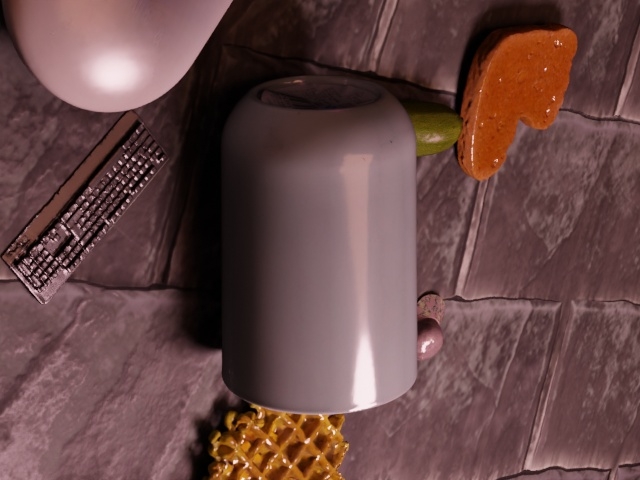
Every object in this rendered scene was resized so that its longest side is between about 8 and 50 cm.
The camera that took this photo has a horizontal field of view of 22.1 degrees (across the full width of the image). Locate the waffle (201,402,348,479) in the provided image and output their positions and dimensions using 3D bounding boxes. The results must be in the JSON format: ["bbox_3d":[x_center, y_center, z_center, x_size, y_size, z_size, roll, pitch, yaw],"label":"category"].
[{"bbox_3d":[-0.055,0.271,1.831,0.229,0.051,0.231,-6,109,-46],"label":"waffle"}]

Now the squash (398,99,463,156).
[{"bbox_3d":[0.090,-0.125,1.822,0.252,0.066,0.066,-3,107,-47],"label":"squash"}]

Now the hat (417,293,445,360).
[{"bbox_3d":[0.134,0.107,1.980,0.087,0.042,0.058,-48,135,-24],"label":"hat"}]

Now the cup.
[{"bbox_3d":[0.000,0.000,1.666,0.205,0.205,0.312,-20,119,-42],"label":"cup"}]

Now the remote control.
[{"bbox_3d":[-0.156,-0.270,1.463,0.221,0.103,0.332,45,71,-42],"label":"remote control"}]

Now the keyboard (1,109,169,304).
[{"bbox_3d":[-0.219,-0.032,1.556,0.196,0.015,0.074,-52,136,-21],"label":"keyboard"}]

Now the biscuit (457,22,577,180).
[{"bbox_3d":[0.234,-0.171,1.988,0.192,0.036,0.186,-13,117,-45],"label":"biscuit"}]
